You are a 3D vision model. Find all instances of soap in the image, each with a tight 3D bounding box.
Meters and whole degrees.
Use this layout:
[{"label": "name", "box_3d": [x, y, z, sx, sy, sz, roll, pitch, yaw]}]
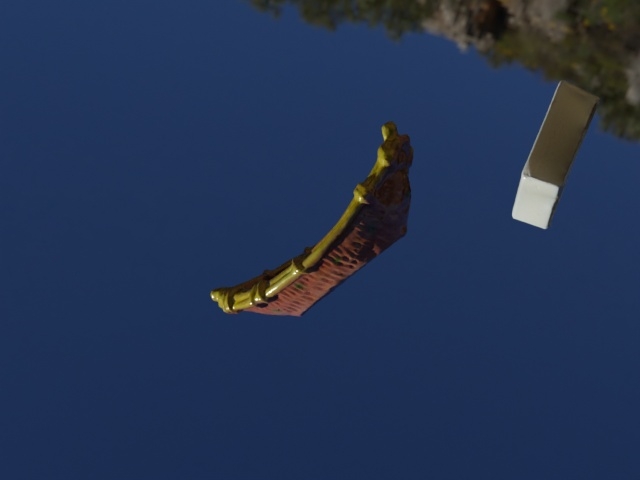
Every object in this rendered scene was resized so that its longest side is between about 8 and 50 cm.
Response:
[{"label": "soap", "box_3d": [0.334, -0.122, 1.981, 0.064, 0.121, 0.183, 21, -119, 10]}]

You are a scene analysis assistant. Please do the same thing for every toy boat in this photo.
[{"label": "toy boat", "box_3d": [0.005, 0.004, 1.495, 0.099, 0.318, 0.141, 51, -146, 5]}]
